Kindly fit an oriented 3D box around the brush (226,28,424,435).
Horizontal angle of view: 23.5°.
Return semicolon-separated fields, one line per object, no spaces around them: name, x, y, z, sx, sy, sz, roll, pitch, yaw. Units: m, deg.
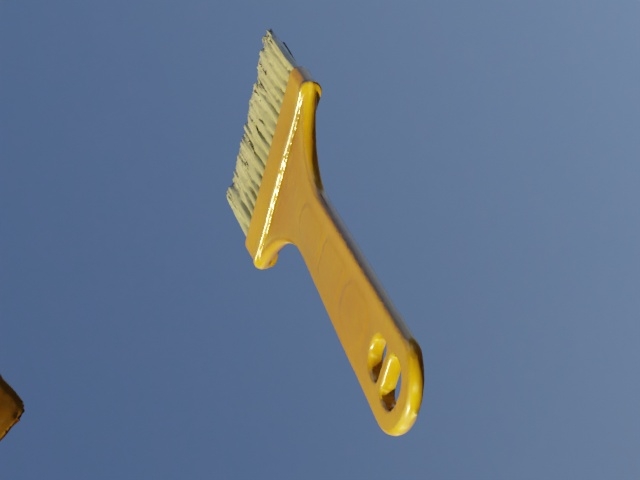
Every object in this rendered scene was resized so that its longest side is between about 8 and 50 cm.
brush;0.000;0.000;0.696;0.013;0.272;0.103;5;-63;-20

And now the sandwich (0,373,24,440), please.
sandwich;-0.321;0.110;1.189;0.113;0.079;0.163;-49;-46;-25
